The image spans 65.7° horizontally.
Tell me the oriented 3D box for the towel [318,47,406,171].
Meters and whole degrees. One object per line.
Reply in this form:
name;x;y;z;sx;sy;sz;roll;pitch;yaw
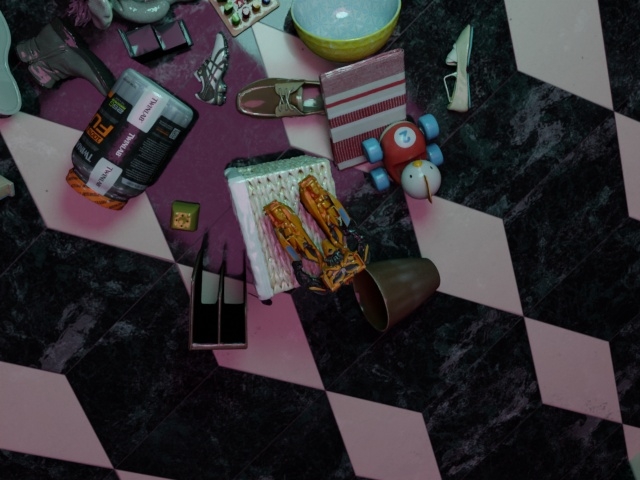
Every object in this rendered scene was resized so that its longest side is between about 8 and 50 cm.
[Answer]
towel;0.132;-0.359;1.407;0.237;0.037;0.329;-19;139;-5

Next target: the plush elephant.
plush elephant;-0.508;-0.651;1.198;0.330;0.255;0.272;-35;106;1

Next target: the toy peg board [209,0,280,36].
toy peg board;-0.216;-0.669;1.333;0.161;0.079;0.161;-34;107;1

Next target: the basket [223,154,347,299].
basket;-0.102;-0.062;1.376;0.267;0.328;0.331;-17;105;-9

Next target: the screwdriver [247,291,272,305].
screwdriver;-0.189;0.175;1.514;0.025;0.170;0.024;30;84;28

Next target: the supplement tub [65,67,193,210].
supplement tub;-0.512;-0.261;1.319;0.207;0.207;0.338;34;96;-15

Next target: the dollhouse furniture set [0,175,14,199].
dollhouse furniture set;-1.010;-0.055;1.365;0.286;0.198;0.303;30;130;6

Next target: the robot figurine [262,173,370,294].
robot figurine;0.000;0.000;1.201;0.211;0.085;0.291;-37;109;-4

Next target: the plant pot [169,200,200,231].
plant pot;-0.400;-0.064;1.448;0.082;0.083;0.081;7;102;-12

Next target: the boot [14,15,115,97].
boot;-0.675;-0.452;1.322;0.161;0.083;0.246;-36;101;8

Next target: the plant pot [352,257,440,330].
plant pot;0.252;0.142;1.554;0.230;0.215;0.215;-19;106;-18

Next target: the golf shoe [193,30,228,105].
golf shoe;-0.301;-0.478;1.367;0.094;0.077;0.198;6;101;-10

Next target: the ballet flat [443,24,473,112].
ballet flat;0.409;-0.508;1.476;0.086;0.086;0.248;-5;105;-8

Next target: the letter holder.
letter holder;-0.282;0.148;1.405;0.152;0.302;0.214;1;103;-9

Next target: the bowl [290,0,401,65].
bowl;0.070;-0.572;1.344;0.290;0.289;0.156;-17;149;-5

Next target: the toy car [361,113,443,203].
toy car;0.271;-0.207;1.417;0.219;0.238;0.210;-24;134;-2

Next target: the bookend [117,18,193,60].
bookend;-0.425;-0.529;1.293;0.156;0.157;0.072;-22;106;-2

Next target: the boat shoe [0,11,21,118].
boat shoe;-0.858;-0.465;1.268;0.091;0.114;0.302;-5;93;32

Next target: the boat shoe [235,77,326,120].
boat shoe;-0.078;-0.405;1.398;0.325;0.116;0.123;-8;105;-7
